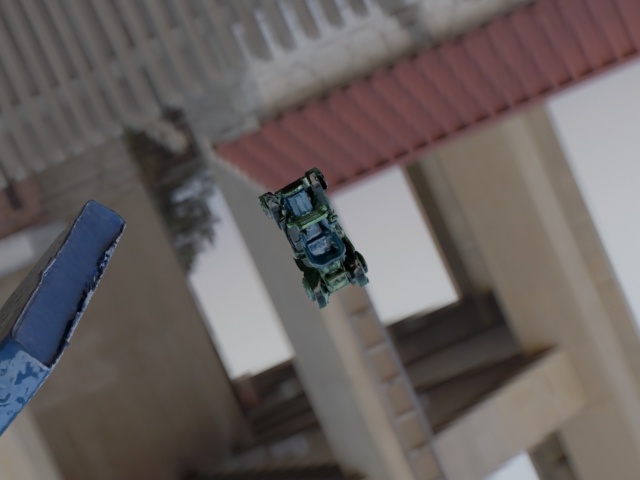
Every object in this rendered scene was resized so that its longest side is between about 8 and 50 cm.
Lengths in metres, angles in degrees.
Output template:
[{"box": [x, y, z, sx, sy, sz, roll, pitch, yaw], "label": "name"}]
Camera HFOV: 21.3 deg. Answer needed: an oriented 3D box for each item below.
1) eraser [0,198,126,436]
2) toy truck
[{"box": [-0.216, 0.073, 1.224, 0.144, 0.043, 0.312, -50, -170, 16], "label": "eraser"}, {"box": [0.000, -0.001, 1.933, 0.080, 0.154, 0.078, -29, -165, -8], "label": "toy truck"}]
